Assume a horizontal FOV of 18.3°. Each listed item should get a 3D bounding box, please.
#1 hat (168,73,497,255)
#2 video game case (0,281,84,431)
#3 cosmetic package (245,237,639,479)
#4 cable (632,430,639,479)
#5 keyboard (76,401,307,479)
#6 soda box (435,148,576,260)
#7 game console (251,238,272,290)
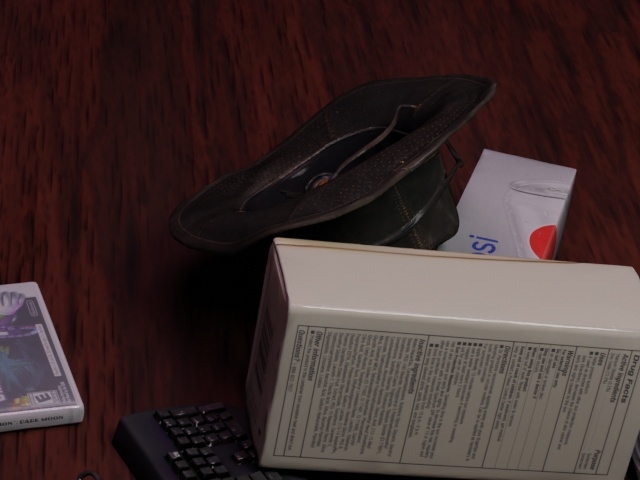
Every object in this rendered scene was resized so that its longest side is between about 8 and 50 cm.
[{"bbox_3d":[0.035,-0.028,1.746,0.331,0.134,0.331,-27,16,9],"label":"hat"},{"bbox_3d":[-0.305,0.100,1.676,0.173,0.022,0.190,-5,34,-19],"label":"video game case"},{"bbox_3d":[0.105,0.101,1.612,0.309,0.160,0.113,5,29,-13],"label":"cosmetic package"},{"bbox_3d":[0.388,0.171,1.639,0.257,0.089,0.257,8,32,2],"label":"cable"},{"bbox_3d":[-0.076,0.227,1.513,0.201,0.033,0.317,-12,36,-28],"label":"keyboard"},{"bbox_3d":[0.159,0.025,1.822,0.098,0.091,0.286,14,33,11],"label":"soda box"},{"bbox_3d":[0.000,0.000,1.846,0.122,0.071,0.107,0,22,-10],"label":"game console"}]
